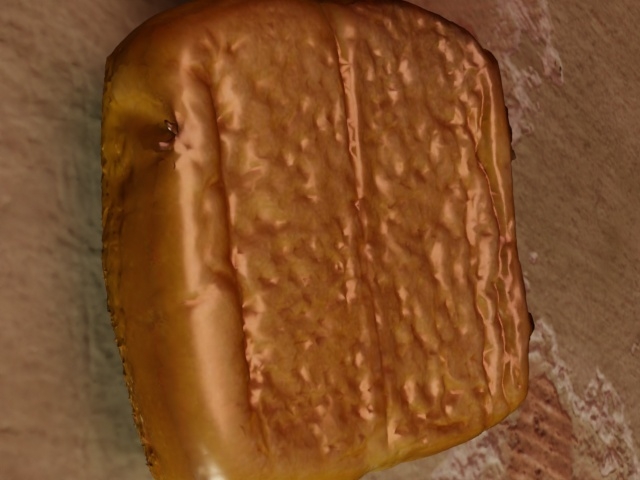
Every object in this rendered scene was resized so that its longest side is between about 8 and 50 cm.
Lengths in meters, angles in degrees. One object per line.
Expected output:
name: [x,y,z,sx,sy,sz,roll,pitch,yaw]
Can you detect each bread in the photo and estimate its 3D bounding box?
bread: [-0.005,0.001,0.547,0.328,0.148,0.337,-10,92,-38]
